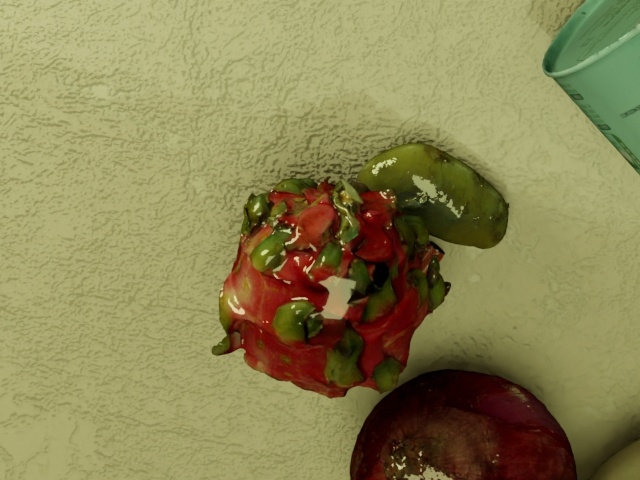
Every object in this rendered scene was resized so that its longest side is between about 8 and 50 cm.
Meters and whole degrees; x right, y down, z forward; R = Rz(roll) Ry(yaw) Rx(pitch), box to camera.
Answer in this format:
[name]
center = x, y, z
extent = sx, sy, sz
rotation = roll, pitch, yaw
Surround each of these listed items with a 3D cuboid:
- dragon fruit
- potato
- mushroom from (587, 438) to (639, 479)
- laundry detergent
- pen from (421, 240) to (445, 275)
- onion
[dragon fruit]
center = 0.013, 0.057, 1.847
extent = 0.231, 0.237, 0.302
rotation = 16, 153, 26
[potato]
center = 0.135, -0.049, 1.913
extent = 0.188, 0.085, 0.105
rotation = 27, 125, -11
[mushroom]
center = 0.461, 0.398, 1.937
extent = 0.362, 0.294, 0.362
rotation = 1, 110, 4
[laundry detergent]
center = 0.440, -0.165, 1.744
extent = 0.287, 0.287, 0.305
rotation = -41, 102, 16
[pen]
center = 0.073, 0.098, 1.998
extent = 0.028, 0.028, 0.239
rotation = 34, 109, -8
[onion]
center = 0.164, 0.282, 1.931
extent = 0.276, 0.276, 0.276
rotation = 1, 109, 3
